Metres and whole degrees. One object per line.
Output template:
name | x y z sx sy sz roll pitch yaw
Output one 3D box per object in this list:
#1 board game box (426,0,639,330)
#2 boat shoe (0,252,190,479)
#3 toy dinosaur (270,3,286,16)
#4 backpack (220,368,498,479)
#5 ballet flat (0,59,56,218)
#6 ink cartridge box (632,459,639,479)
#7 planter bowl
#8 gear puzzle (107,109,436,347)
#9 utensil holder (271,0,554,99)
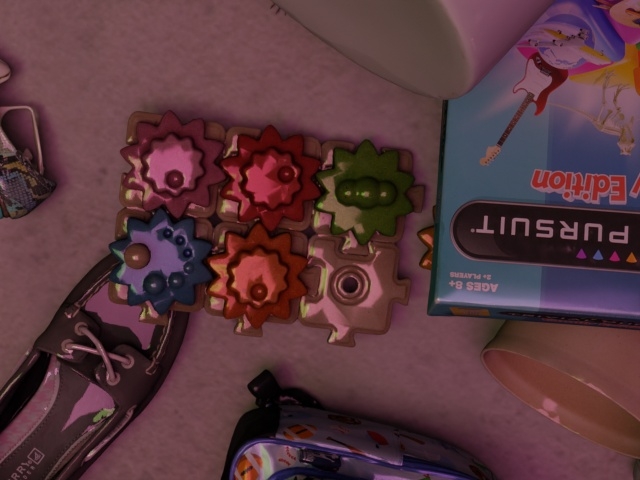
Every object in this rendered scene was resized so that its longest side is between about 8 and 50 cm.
board game box | 0.217 -0.105 0.801 0.253 0.079 0.336 4 80 2
boat shoe | -0.220 0.147 0.935 0.112 0.095 0.335 36 102 -5
toy dinosaur | -0.007 -0.218 0.872 0.082 0.047 0.090 39 92 -24
backpack | 0.042 0.273 0.904 0.263 0.213 0.277 8 100 -10
ballet flat | -0.275 -0.111 0.905 0.070 0.070 0.188 -21 103 7
ink cartridge box | 0.446 0.093 0.905 0.307 0.072 0.304 10 101 -1
planter bowl | 0.226 0.088 0.881 0.162 0.162 0.109 35 75 -5
gear puzzle | 0.000 0.000 0.894 0.338 0.044 0.175 7 94 -8
utensil holder | 0.096 -0.323 0.645 0.327 0.327 0.385 40 85 -6
